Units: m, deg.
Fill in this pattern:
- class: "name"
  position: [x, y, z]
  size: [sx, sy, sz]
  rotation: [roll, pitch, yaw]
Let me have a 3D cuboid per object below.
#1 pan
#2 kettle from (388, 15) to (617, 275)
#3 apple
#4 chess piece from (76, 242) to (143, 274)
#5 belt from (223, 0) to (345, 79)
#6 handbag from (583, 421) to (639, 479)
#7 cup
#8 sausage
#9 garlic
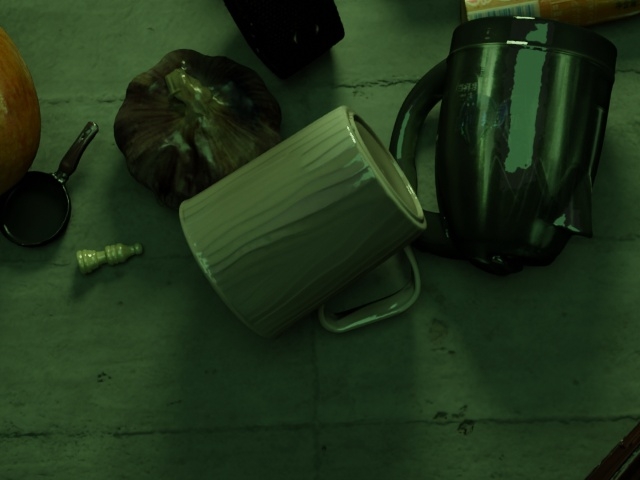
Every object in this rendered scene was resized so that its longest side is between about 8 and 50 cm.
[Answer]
- class: "pan"
  position: [-0.389, -0.085, 1.740]
  size: [0.115, 0.040, 0.212]
  rotation: [37, 89, 12]
- class: "kettle"
  position: [0.231, -0.115, 1.630]
  size: [0.321, 0.228, 0.324]
  rotation: [4, 81, 32]
- class: "apple"
  position: [-0.537, -0.184, 1.641]
  size: [0.299, 0.299, 0.275]
  rotation: [-5, 116, 3]
- class: "chess piece"
  position: [-0.301, 0.022, 1.715]
  size: [0.092, 0.035, 0.035]
  rotation: [-14, 76, -2]
- class: "belt"
  position: [-0.063, -0.372, 1.661]
  size: [0.164, 0.289, 0.184]
  rotation: [-33, 53, -3]
- class: "handbag"
  position: [0.362, 0.319, 1.478]
  size: [0.084, 0.260, 0.275]
  rotation: [41, 81, 14]
- class: "cup"
  position: [-0.004, 0.001, 1.579]
  size: [0.273, 0.208, 0.288]
  rotation: [-34, 88, 13]
- class: "sausage"
  position: [0.359, -0.350, 1.720]
  size: [0.312, 0.093, 0.093]
  rotation: [-10, 76, 2]
- class: "garlic"
  position: [-0.171, -0.161, 1.681]
  size: [0.245, 0.160, 0.244]
  rotation: [1, 78, -4]
